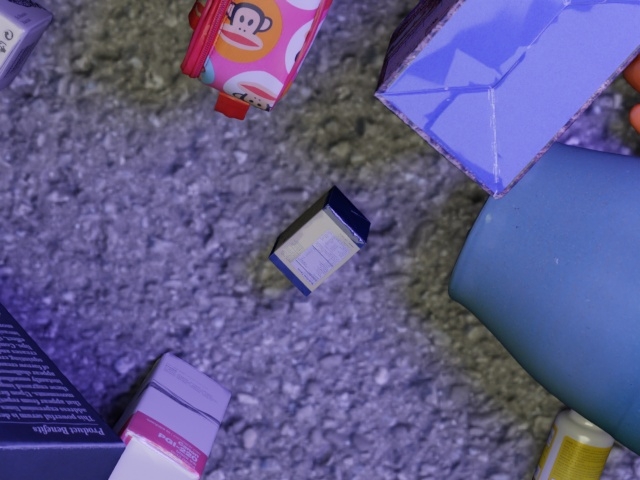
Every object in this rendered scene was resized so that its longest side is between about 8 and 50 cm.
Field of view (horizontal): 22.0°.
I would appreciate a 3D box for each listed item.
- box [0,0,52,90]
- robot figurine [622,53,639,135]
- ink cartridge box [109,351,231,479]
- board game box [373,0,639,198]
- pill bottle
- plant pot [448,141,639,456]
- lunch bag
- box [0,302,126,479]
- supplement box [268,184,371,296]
[{"bbox_3d":[-0.408,-0.255,1.612,0.275,0.113,0.094,35,106,-6],"label":"box"},{"bbox_3d":[0.373,-0.154,1.552,0.219,0.128,0.158,41,66,-6],"label":"robot figurine"},{"bbox_3d":[-0.179,0.229,1.669,0.092,0.218,0.159,32,107,-6],"label":"ink cartridge box"},{"bbox_3d":[0.181,-0.197,1.472,0.141,0.291,0.232,40,106,-7],"label":"board game box"},{"bbox_3d":[0.265,0.214,1.699,0.065,0.065,0.116,18,108,1],"label":"pill bottle"},{"bbox_3d":[0.271,0.035,1.560,0.255,0.271,0.272,29,107,13],"label":"plant pot"},{"bbox_3d":[-0.041,-0.234,1.487,0.120,0.293,0.258,21,106,-5],"label":"lunch bag"},{"bbox_3d":[-0.425,0.193,1.590,0.395,0.212,0.294,42,111,35],"label":"box"},{"bbox_3d":[0.000,0.000,1.655,0.083,0.083,0.056,-42,97,14],"label":"supplement box"}]
